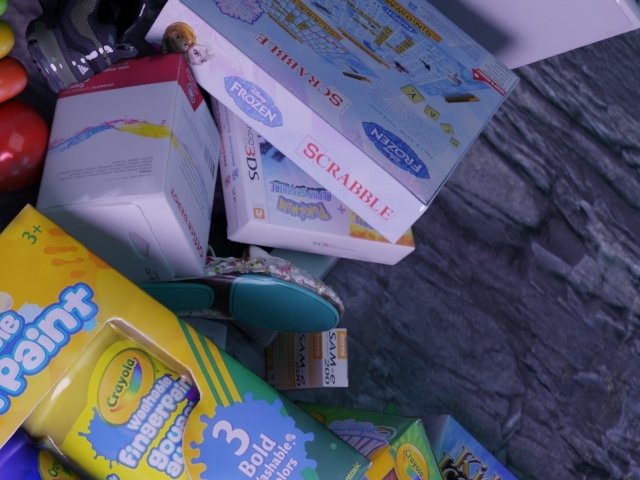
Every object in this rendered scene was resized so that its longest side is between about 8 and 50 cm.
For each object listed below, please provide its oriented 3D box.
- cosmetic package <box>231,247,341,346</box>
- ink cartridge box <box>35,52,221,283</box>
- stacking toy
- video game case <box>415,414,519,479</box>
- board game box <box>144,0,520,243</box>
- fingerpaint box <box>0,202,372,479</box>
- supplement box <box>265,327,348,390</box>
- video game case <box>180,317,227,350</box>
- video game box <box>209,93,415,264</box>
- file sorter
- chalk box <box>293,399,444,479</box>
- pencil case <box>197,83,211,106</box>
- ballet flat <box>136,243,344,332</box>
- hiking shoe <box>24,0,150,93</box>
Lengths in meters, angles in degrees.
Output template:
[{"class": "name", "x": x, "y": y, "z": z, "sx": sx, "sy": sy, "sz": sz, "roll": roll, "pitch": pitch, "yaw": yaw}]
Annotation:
[{"class": "cosmetic package", "x": 0.000, "y": 0.000, "z": 1.702, "sx": 0.060, "sy": 0.099, "sz": 0.239, "roll": 37, "pitch": 57, "yaw": 4}, {"class": "ink cartridge box", "x": -0.176, "y": -0.063, "z": 1.496, "sx": 0.128, "sy": 0.127, "sz": 0.176, "roll": 69, "pitch": 19, "yaw": -49}, {"class": "stacking toy", "x": -0.337, "y": -0.198, "z": 1.455, "sx": 0.141, "sy": 0.141, "sz": 0.330, "roll": -32, "pitch": 111, "yaw": -39}, {"class": "video game case", "x": 0.163, "y": 0.373, "z": 1.816, "sx": 0.269, "sy": 0.061, "sz": 0.244, "roll": 44, "pitch": 57, "yaw": -27}, {"class": "board game box", "x": 0.024, "y": -0.186, "z": 1.645, "sx": 0.318, "sy": 0.066, "sz": 0.318, "roll": 40, "pitch": 37, "yaw": 0}, {"class": "fingerpaint box", "x": -0.237, "y": 0.257, "z": 1.306, "sx": 0.371, "sy": 0.163, "sz": 0.445, "roll": 37, "pitch": 64, "yaw": 3}, {"class": "supplement box", "x": -0.016, "y": 0.126, "z": 1.678, "sx": 0.036, "sy": 0.098, "sz": 0.062, "roll": 4, "pitch": 80, "yaw": -39}, {"class": "video game case", "x": -0.192, "y": 0.173, "z": 1.571, "sx": 0.206, "sy": 0.026, "sz": 0.227, "roll": 17, "pitch": 74, "yaw": -37}, {"class": "video game box", "x": -0.010, "y": -0.077, "z": 1.628, "sx": 0.205, "sy": 0.048, "sz": 0.187, "roll": 8, "pitch": 62, "yaw": -33}, {"class": "file sorter", "x": 0.235, "y": -0.333, "z": 1.850, "sx": 0.193, "sy": 0.277, "sz": 0.173, "roll": 48, "pitch": 52, "yaw": -24}, {"class": "chalk box", "x": 0.020, "y": 0.284, "z": 1.613, "sx": 0.289, "sy": 0.179, "sz": 0.180, "roll": -42, "pitch": 121, "yaw": -36}, {"class": "pencil case", "x": -0.080, "y": -0.155, "z": 1.690, "sx": 0.152, "sy": 0.064, "sz": 0.070, "roll": 48, "pitch": 58, "yaw": -23}, {"class": "ballet flat", "x": -0.095, "y": 0.036, "z": 1.558, "sx": 0.241, "sy": 0.091, "sz": 0.077, "roll": 7, "pitch": 47, "yaw": -9}, {"class": "hiking shoe", "x": -0.213, "y": -0.235, "z": 1.522, "sx": 0.086, "sy": 0.114, "sz": 0.227, "roll": 67, "pitch": 14, "yaw": -50}]
